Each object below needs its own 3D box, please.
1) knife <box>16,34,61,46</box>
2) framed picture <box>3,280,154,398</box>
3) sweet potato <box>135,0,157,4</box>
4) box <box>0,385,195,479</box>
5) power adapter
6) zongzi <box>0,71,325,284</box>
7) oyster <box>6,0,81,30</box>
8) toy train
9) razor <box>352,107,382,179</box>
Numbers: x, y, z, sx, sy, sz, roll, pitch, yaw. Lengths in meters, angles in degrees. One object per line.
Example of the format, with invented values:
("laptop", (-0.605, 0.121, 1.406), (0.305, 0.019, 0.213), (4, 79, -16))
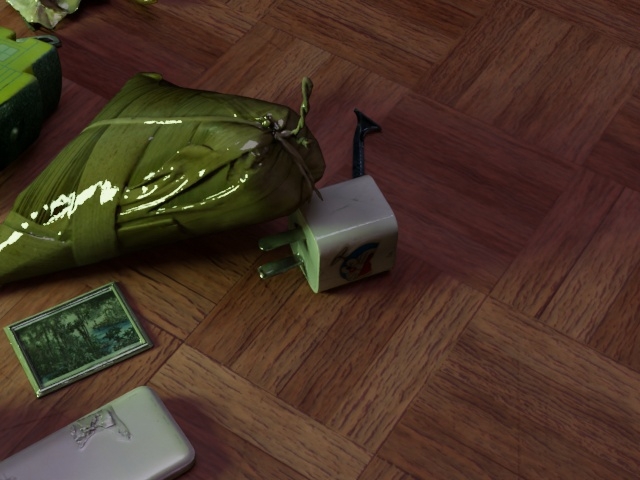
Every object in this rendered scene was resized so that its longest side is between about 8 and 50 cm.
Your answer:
("knife", (-0.619, -0.341, 2.061), (0.293, 0.020, 0.043), (-12, 50, -12))
("framed picture", (-0.358, 0.141, 1.674), (0.183, 0.011, 0.142), (-24, 55, -20))
("sweet potato", (-0.369, -0.498, 2.178), (0.050, 0.050, 0.214), (-24, 53, -20))
("box", (-0.318, 0.310, 1.515), (0.285, 0.044, 0.142), (-27, 58, -23))
("power adapter", (0.000, 0.000, 1.728), (0.205, 0.130, 0.125), (-18, 53, -15))
("zongzi", (-0.235, -0.025, 1.635), (0.500, 0.218, 0.467), (15, 60, 46))
("oyster", (-0.535, -0.554, 2.188), (0.201, 0.107, 0.354), (-15, 52, -19))
("toy train", (-0.604, -0.217, 1.833), (0.272, 0.179, 0.442), (21, 40, 11))
("razor", (0.068, -0.133, 1.908), (0.066, 0.033, 0.190), (32, 46, -31))
